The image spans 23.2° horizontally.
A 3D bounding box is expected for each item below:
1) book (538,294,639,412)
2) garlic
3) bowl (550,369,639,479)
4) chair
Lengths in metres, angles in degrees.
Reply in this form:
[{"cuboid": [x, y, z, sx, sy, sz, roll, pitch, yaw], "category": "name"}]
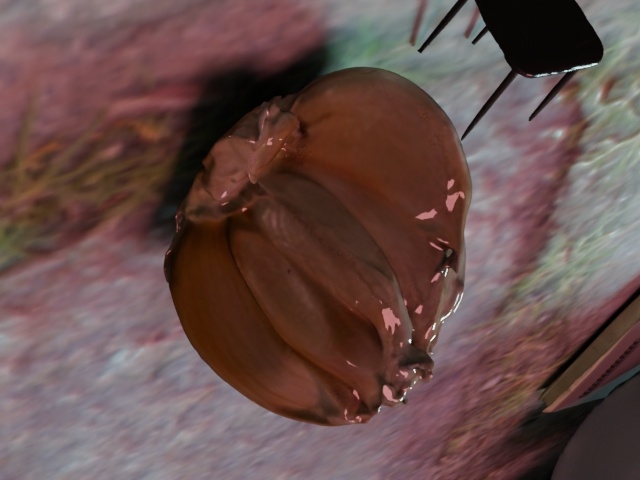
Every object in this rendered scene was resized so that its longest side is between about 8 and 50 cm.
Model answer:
[{"cuboid": [0.216, 0.040, 0.855, 0.181, 0.014, 0.127, -10, 149, -37], "category": "book"}, {"cuboid": [0.004, 0.001, 0.478, 0.113, 0.094, 0.074, -48, -175, 31], "category": "garlic"}, {"cuboid": [0.226, 0.158, 0.850, 0.189, 0.086, 0.189, -5, 115, -11], "category": "bowl"}, {"cuboid": [0.062, -0.068, 0.448, 0.037, 0.042, 0.086, -17, 154, -33], "category": "chair"}]
